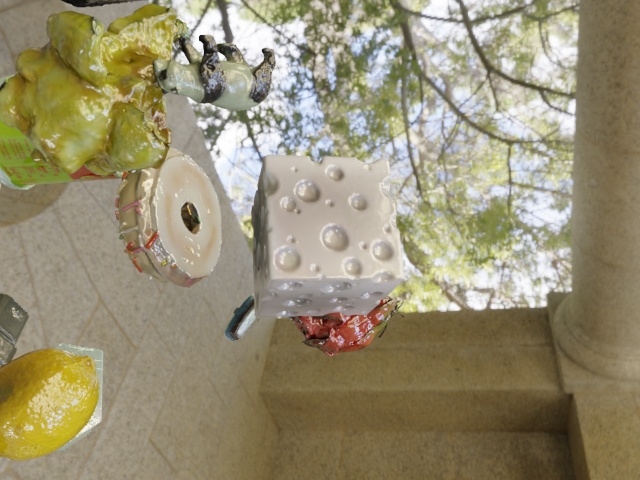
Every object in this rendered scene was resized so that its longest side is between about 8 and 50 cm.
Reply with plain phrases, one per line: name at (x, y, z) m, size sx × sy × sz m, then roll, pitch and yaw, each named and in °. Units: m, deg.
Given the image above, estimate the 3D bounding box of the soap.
soap at (-0.733, 0.456, 1.677) m, size 0.095 × 0.173 × 0.289 m, roll -34°, pitch -129°, yaw 31°

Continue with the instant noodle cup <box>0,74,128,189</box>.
instant noodle cup at (-0.651, -0.274, 1.478) m, size 0.308 × 0.293 × 0.293 m, roll 3°, pitch -137°, yaw 7°

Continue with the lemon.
lemon at (-0.559, 0.319, 1.130) m, size 0.260 × 0.204 × 0.204 m, roll -37°, pitch -136°, yaw -13°

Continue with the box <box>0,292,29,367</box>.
box at (-0.824, 0.228, 1.346) m, size 0.275 × 0.138 × 0.178 m, roll -9°, pitch -137°, yaw 19°

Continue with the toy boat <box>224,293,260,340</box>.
toy boat at (-0.184, 0.183, 1.394) m, size 0.061 × 0.060 × 0.137 m, roll 5°, pitch -131°, yaw 45°

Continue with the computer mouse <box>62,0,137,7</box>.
computer mouse at (-0.364, -0.493, 0.970) m, size 0.087 × 0.168 × 0.295 m, roll -5°, pitch -163°, yaw 36°

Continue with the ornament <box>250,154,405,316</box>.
ornament at (0.000, 0.000, 1.097) m, size 0.240 × 0.239 × 0.239 m, roll 1°, pitch -113°, yaw -14°

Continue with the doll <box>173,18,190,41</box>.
doll at (-0.452, -0.621, 1.694) m, size 0.077 × 0.078 × 0.113 m, roll 16°, pitch -161°, yaw 31°

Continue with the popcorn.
popcorn at (-0.401, -0.274, 1.013) m, size 0.290 × 0.325 × 0.320 m, roll -2°, pitch -103°, yaw -2°

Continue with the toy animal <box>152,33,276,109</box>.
toy animal at (-0.188, -0.297, 1.025) m, size 0.094 × 0.121 × 0.225 m, roll 16°, pitch -164°, yaw 42°

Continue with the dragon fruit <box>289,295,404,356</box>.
dragon fruit at (0.065, 0.179, 1.424) m, size 0.293 × 0.233 × 0.233 m, roll -6°, pitch -140°, yaw 32°

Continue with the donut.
donut at (-0.401, -0.055, 1.532) m, size 0.143 × 0.382 × 0.382 m, roll -8°, pitch -139°, yaw 18°
